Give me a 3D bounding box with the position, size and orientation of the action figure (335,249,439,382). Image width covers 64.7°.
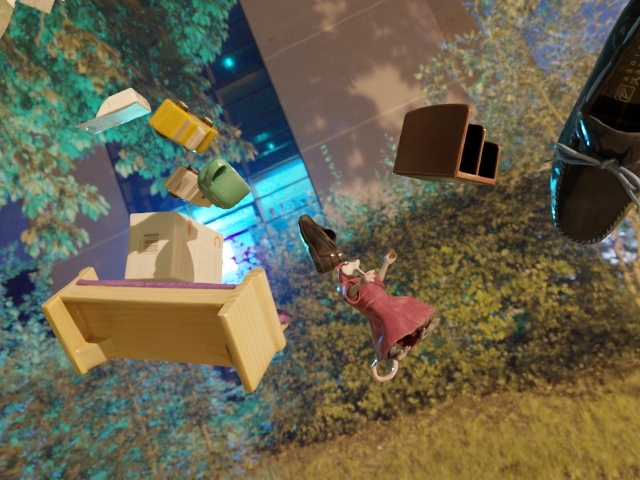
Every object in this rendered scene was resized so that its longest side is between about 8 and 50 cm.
[{"bbox_3d":[0.165,0.193,1.546,0.248,0.370,0.275,-9,-50,-50],"label":"action figure"}]

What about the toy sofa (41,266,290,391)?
[{"bbox_3d":[-0.242,0.119,0.828,0.363,0.150,0.177,-1,30,22],"label":"toy sofa"}]

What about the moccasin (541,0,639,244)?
[{"bbox_3d":[0.363,-0.146,0.634,0.138,0.341,0.117,14,27,23],"label":"moccasin"}]

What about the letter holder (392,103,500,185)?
[{"bbox_3d":[0.381,-0.289,1.527,0.152,0.214,0.302,7,5,-28],"label":"letter holder"}]

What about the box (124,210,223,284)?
[{"bbox_3d":[-0.480,0.048,1.712,0.168,0.214,0.345,-3,-13,15],"label":"box"}]

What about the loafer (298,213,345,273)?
[{"bbox_3d":[0.000,0.000,1.211,0.078,0.076,0.223,-22,34,-4],"label":"loafer"}]

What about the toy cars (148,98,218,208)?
[{"bbox_3d":[-0.344,-0.208,1.381,0.177,0.087,0.393,-26,-35,-24],"label":"toy cars"}]

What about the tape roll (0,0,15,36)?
[{"bbox_3d":[-0.898,-0.577,1.253,0.286,0.286,0.100,-24,-23,18],"label":"tape roll"}]

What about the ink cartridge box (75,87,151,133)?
[{"bbox_3d":[-0.721,-0.444,1.751,0.225,0.056,0.181,-21,5,-2],"label":"ink cartridge box"}]

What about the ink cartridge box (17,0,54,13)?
[{"bbox_3d":[-0.892,-0.754,1.537,0.060,0.104,0.180,-60,-14,14],"label":"ink cartridge box"}]

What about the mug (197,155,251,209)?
[{"bbox_3d":[-0.269,-0.152,1.330,0.097,0.129,0.157,-44,-48,-8],"label":"mug"}]
